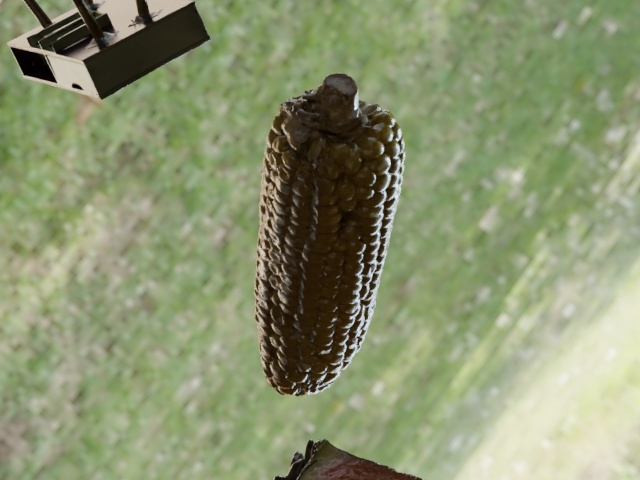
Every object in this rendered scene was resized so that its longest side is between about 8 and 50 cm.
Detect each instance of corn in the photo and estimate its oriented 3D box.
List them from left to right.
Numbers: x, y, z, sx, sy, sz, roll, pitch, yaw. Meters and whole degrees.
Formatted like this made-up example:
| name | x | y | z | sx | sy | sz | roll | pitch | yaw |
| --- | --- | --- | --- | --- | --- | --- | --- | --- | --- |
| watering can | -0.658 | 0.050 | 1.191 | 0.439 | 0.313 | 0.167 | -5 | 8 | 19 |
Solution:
| name | x | y | z | sx | sy | sz | roll | pitch | yaw |
| --- | --- | --- | --- | --- | --- | --- | --- | --- | --- |
| corn | 0.000 | 0.000 | 1.622 | 0.119 | 0.119 | 0.322 | -38 | 149 | -44 |

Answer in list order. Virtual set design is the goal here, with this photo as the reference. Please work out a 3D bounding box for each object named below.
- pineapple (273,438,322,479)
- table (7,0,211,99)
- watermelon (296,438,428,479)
| name | x | y | z | sx | sy | sz | roll | pitch | yaw |
| --- | --- | --- | --- | --- | --- | --- | --- | --- | --- |
| pineapple | -0.091 | 0.331 | 1.802 | 0.340 | 0.169 | 0.169 | -45 | 165 | 7 |
| table | -0.219 | -0.219 | 1.834 | 0.121 | 0.111 | 0.240 | -31 | -159 | -18 |
| watermelon | 0.060 | 0.232 | 1.432 | 0.063 | 0.245 | 0.119 | 35 | 83 | -48 |
